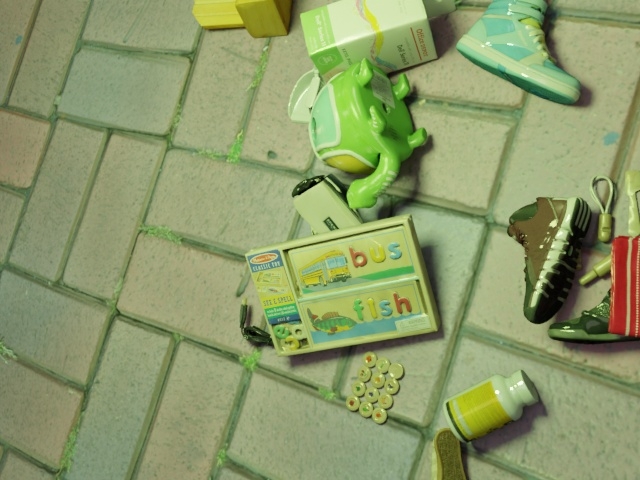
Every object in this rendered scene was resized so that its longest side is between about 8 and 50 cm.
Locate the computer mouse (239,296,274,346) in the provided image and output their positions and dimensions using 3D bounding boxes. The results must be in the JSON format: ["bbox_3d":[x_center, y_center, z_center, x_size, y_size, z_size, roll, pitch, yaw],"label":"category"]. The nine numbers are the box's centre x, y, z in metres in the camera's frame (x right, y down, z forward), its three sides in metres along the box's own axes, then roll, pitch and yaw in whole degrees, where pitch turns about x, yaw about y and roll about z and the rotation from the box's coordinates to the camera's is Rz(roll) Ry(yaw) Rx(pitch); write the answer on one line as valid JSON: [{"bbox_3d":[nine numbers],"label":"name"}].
[{"bbox_3d":[-0.112,0.144,1.961,0.184,0.060,0.262,8,94,25],"label":"computer mouse"}]

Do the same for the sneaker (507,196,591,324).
[{"bbox_3d":[0.455,0.033,1.651,0.162,0.106,0.281,16,78,46],"label":"sneaker"}]

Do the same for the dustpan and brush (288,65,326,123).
[{"bbox_3d":[-0.010,-0.413,2.024,0.147,0.060,0.211,10,84,30],"label":"dustpan and brush"}]

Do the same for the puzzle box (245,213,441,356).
[{"bbox_3d":[0.049,0.110,1.798,0.408,0.052,0.272,-13,101,21],"label":"puzzle box"}]

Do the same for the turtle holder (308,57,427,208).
[{"bbox_3d":[0.107,-0.249,1.845,0.227,0.243,0.320,-26,90,34],"label":"turtle holder"}]

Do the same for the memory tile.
[{"bbox_3d":[0.127,0.343,1.812,0.113,0.012,0.148,21,89,30],"label":"memory tile"}]

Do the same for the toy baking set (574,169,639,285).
[{"bbox_3d":[0.586,-0.032,1.638,0.256,0.030,0.197,-34,65,18],"label":"toy baking set"}]

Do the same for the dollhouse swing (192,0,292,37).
[{"bbox_3d":[-0.224,-0.762,2.100,0.304,0.315,0.347,7,82,9],"label":"dollhouse swing"}]

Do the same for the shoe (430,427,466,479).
[{"bbox_3d":[0.277,0.514,1.675,0.076,0.058,0.219,0,82,-3],"label":"shoe"}]

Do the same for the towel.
[{"bbox_3d":[0.696,0.096,1.485,0.274,0.031,0.199,5,82,16],"label":"towel"}]

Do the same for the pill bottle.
[{"bbox_3d":[0.359,0.345,1.635,0.184,0.103,0.103,-32,66,19],"label":"pill bottle"}]

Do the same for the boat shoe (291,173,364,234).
[{"bbox_3d":[0.075,-0.018,1.867,0.127,0.158,0.341,-31,96,23],"label":"boat shoe"}]

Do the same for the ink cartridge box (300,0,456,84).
[{"bbox_3d":[0.154,-0.495,1.843,0.353,0.207,0.119,-16,73,12],"label":"ink cartridge box"}]

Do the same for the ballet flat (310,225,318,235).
[{"bbox_3d":[0.000,0.000,1.933,0.057,0.052,0.168,-25,69,21],"label":"ballet flat"}]

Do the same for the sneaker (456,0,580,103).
[{"bbox_3d":[0.478,-0.450,1.735,0.319,0.127,0.208,36,98,29],"label":"sneaker"}]

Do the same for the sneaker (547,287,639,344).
[{"bbox_3d":[0.575,0.144,1.576,0.227,0.087,0.130,-11,72,23],"label":"sneaker"}]
